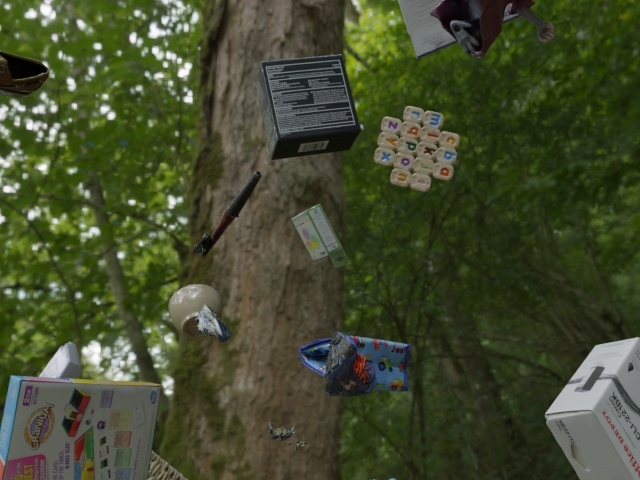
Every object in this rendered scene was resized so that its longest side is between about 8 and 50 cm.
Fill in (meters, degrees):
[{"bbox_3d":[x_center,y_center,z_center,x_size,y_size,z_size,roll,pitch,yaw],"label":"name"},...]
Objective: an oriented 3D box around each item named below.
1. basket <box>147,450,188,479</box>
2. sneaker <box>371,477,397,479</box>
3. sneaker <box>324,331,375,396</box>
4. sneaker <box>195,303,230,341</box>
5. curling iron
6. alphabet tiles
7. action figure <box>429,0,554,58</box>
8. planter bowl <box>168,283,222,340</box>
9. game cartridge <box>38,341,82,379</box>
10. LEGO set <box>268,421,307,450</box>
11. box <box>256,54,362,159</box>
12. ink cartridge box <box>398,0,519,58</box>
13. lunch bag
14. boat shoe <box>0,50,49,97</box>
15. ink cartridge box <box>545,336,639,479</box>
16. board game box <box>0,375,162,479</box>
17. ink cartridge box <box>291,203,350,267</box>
[{"bbox_3d":[-0.582,0.778,1.811,0.328,0.331,0.266,-8,-54,40],"label":"basket"},{"bbox_3d":[0.130,0.645,1.589,0.162,0.063,0.073,-16,25,4],"label":"sneaker"},{"bbox_3d":[0.055,0.221,1.105,0.087,0.083,0.221,7,-25,5],"label":"sneaker"},{"bbox_3d":[-0.264,0.214,1.530,0.058,0.135,0.052,-46,-51,-3],"label":"sneaker"},{"bbox_3d":[-0.207,-0.052,1.417,0.274,0.035,0.068,-47,5,28],"label":"curling iron"},{"bbox_3d":[0.331,-0.315,2.166,0.278,0.284,0.021,13,-8,-2],"label":"alphabet tiles"},{"bbox_3d":[0.402,-0.570,1.402,0.370,0.275,0.248,-40,-25,-24],"label":"action figure"},{"bbox_3d":[-0.365,0.227,1.864,0.162,0.109,0.162,-8,-54,-11],"label":"planter bowl"},{"bbox_3d":[-0.758,0.435,1.716,0.062,0.297,0.198,38,-5,-31],"label":"game cartridge"},{"bbox_3d":[-0.062,0.352,1.119,0.054,0.023,0.083,-8,26,-30],"label":"LEGO set"},{"bbox_3d":[-0.046,-0.458,2.167,0.296,0.294,0.183,-9,-13,-14],"label":"box"},{"bbox_3d":[0.364,-0.706,1.745,0.303,0.307,0.072,-17,7,24],"label":"ink cartridge box"},{"bbox_3d":[0.084,0.353,1.819,0.221,0.138,0.293,12,-13,-27],"label":"lunch bag"},{"bbox_3d":[-0.778,-0.407,1.473,0.104,0.111,0.307,-20,3,23],"label":"boat shoe"},{"bbox_3d":[0.604,0.356,1.284,0.273,0.197,0.114,-32,1,-38],"label":"ink cartridge box"},{"bbox_3d":[-0.511,0.419,1.343,0.316,0.242,0.064,16,-13,-41],"label":"board game box"},{"bbox_3d":[0.000,0.000,1.968,0.062,0.209,0.109,-29,3,-28],"label":"ink cartridge box"}]
